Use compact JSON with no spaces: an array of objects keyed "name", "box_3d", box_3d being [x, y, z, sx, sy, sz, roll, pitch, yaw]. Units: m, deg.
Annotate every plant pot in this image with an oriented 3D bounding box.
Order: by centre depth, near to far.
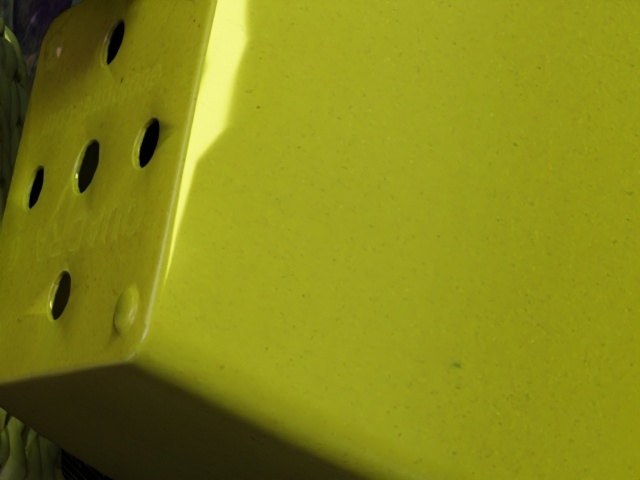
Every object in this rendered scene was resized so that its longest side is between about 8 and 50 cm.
[{"name":"plant pot","box_3d":[0.000,0.000,0.650,0.212,0.187,0.212,-14,62,57]}]

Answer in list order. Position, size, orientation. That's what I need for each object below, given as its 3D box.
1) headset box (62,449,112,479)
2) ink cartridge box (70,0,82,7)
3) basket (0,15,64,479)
[{"name":"headset box","box_3d":[-0.229,0.133,0.915,0.246,0.131,0.283,-18,50,12]},{"name":"ink cartridge box","box_3d":[-0.136,-0.168,1.130,0.171,0.056,0.235,13,84,61]},{"name":"basket","box_3d":[-0.303,-0.008,0.792,0.328,0.266,0.331,-22,48,10]}]
